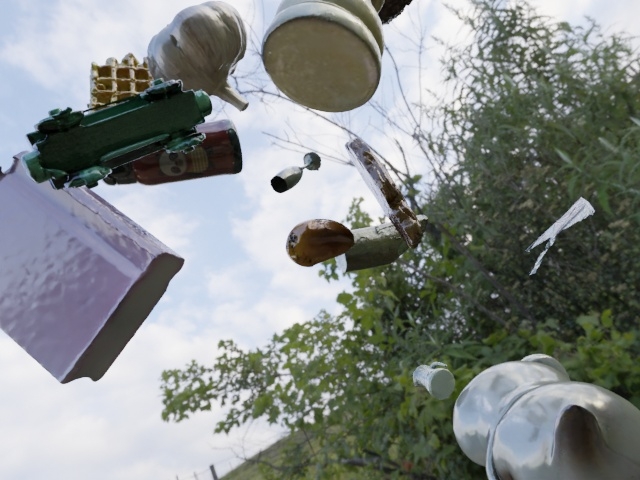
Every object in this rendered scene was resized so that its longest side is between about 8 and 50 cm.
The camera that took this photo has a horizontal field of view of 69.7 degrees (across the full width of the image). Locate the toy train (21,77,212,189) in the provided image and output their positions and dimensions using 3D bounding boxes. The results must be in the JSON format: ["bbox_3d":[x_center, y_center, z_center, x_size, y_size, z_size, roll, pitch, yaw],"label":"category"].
[{"bbox_3d":[-0.185,-0.098,0.425,0.172,0.099,0.070,-31,-67,-28],"label":"toy train"}]

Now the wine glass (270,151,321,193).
[{"bbox_3d":[-0.066,-0.190,1.284,0.198,0.066,0.066,-46,-10,-52],"label":"wine glass"}]

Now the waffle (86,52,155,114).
[{"bbox_3d":[-0.372,-0.316,0.981,0.229,0.219,0.057,-4,-31,-23],"label":"waffle"}]

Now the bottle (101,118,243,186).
[{"bbox_3d":[-0.371,-0.207,1.134,0.336,0.144,0.144,-13,-34,-15],"label":"bottle"}]

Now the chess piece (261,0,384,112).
[{"bbox_3d":[0.033,-0.350,0.655,0.167,0.299,0.167,13,-23,5],"label":"chess piece"}]

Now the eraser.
[{"bbox_3d":[-0.471,0.041,0.832,0.272,0.359,0.122,-56,-14,-5],"label":"eraser"}]

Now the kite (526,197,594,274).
[{"bbox_3d":[0.501,-0.011,0.978,0.250,0.012,0.229,-44,-9,-24],"label":"kite"}]

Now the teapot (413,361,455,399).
[{"bbox_3d":[0.215,0.264,0.882,0.067,0.057,0.083,-54,12,-15],"label":"teapot"}]

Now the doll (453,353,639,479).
[{"bbox_3d":[0.344,0.301,0.701,0.226,0.215,0.370,-57,-6,2],"label":"doll"}]

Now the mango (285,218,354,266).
[{"bbox_3d":[0.000,0.000,0.758,0.127,0.063,0.077,-8,-58,-27],"label":"mango"}]

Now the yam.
[{"bbox_3d":[0.152,0.007,1.105,0.259,0.106,0.106,-12,-35,-22],"label":"yam"}]

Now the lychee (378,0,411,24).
[{"bbox_3d":[0.124,-0.619,1.007,0.268,0.267,0.267,-23,-31,-15],"label":"lychee"}]

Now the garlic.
[{"bbox_3d":[-0.224,-0.348,0.931,0.219,0.212,0.218,-33,13,8],"label":"garlic"}]

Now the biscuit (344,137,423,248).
[{"bbox_3d":[0.120,-0.096,0.849,0.041,0.290,0.208,-33,-47,5],"label":"biscuit"}]
